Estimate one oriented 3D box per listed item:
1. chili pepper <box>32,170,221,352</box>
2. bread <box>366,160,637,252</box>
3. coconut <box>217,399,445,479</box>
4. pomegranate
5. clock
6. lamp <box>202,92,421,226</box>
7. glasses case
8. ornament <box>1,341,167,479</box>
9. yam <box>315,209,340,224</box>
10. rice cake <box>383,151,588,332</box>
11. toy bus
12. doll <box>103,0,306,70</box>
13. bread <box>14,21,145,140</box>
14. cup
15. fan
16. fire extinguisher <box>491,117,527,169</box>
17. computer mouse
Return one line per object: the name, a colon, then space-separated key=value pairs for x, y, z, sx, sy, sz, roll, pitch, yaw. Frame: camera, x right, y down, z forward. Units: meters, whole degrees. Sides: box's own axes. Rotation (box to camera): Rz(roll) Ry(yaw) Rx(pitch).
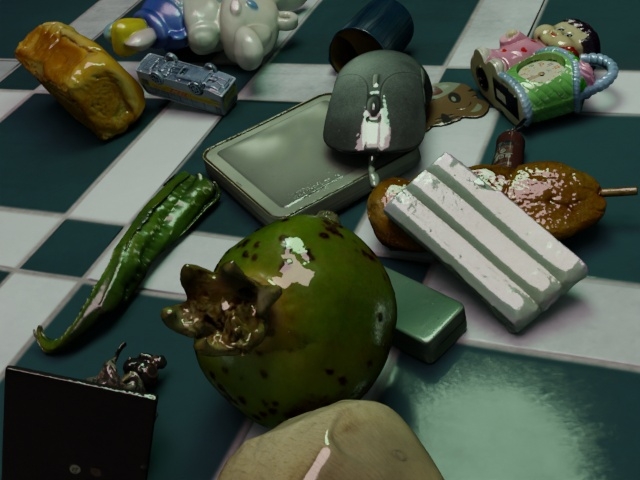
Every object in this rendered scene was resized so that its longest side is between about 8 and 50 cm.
chili pepper: x=-0.268 y=0.019 z=1.144 sx=0.084 sy=0.076 sz=0.359 roll=29 pitch=51 yaw=9
bread: x=0.232 y=-0.042 z=1.044 sx=0.343 sy=0.084 sz=0.124 roll=-4 pitch=69 yaw=11
coconut: x=0.015 y=0.241 z=0.685 sx=0.224 sy=0.224 sz=0.224 roll=-9 pitch=39 yaw=7
pomegranate: x=-0.030 y=0.067 z=0.834 sx=0.230 sy=0.286 sz=0.231 roll=-3 pitch=60 yaw=6
clock: x=0.363 y=-0.270 z=1.270 sx=0.195 sy=0.100 sz=0.194 roll=-24 pitch=43 yaw=-7
lamp: x=-0.019 y=-0.130 z=1.258 sx=0.266 sy=0.047 sz=0.269 roll=-30 pitch=41 yaw=-18
glasses case: x=0.084 y=0.079 z=0.978 sx=0.184 sy=0.039 sz=0.078 roll=25 pitch=54 yaw=39
ornament: x=-0.241 y=0.179 z=0.898 sx=0.153 sy=0.166 sz=0.196 roll=13 pitch=22 yaw=0
yam: x=0.000 y=0.000 z=1.100 sx=0.043 sy=0.043 sz=0.094 roll=-2 pitch=42 yaw=16
rice cake: x=0.196 y=-0.004 z=0.968 sx=0.127 sy=0.043 sz=0.237 roll=-42 pitch=66 yaw=-4
toy bus: x=-0.245 y=-0.290 z=1.478 sx=0.190 sy=0.075 sz=0.064 roll=18 pitch=58 yaw=21
doll: x=-0.224 y=-0.456 z=1.605 sx=0.365 sy=0.187 sz=0.376 roll=5 pitch=18 yaw=10
bread: x=-0.455 y=-0.309 z=1.523 sx=0.132 sy=0.167 sz=0.294 roll=-49 pitch=47 yaw=-4
cup: x=0.081 y=-0.367 z=1.458 sx=0.150 sy=0.113 sz=0.138 roll=14 pitch=45 yaw=23
fan: x=0.184 y=-0.252 z=1.372 sx=0.152 sy=0.008 sz=0.227 roll=-18 pitch=40 yaw=-3
fire extinguisher: x=0.269 y=-0.114 z=1.151 sx=0.064 sy=0.043 sz=0.158 roll=-42 pitch=19 yaw=40
computer mouse: x=0.089 y=-0.206 z=1.223 sx=0.167 sy=0.090 sz=0.379 roll=-3 pitch=39 yaw=8
